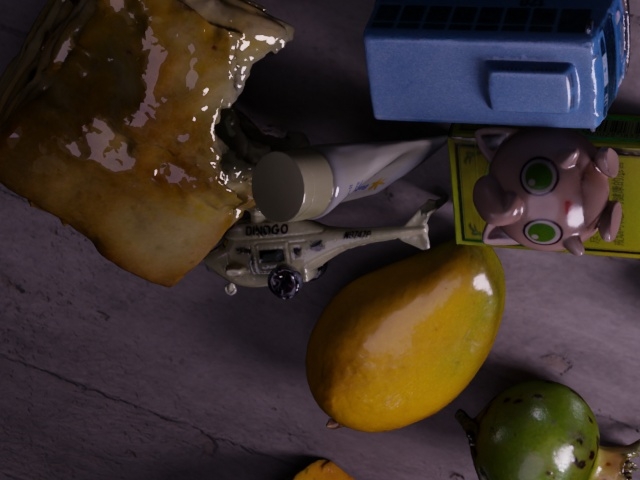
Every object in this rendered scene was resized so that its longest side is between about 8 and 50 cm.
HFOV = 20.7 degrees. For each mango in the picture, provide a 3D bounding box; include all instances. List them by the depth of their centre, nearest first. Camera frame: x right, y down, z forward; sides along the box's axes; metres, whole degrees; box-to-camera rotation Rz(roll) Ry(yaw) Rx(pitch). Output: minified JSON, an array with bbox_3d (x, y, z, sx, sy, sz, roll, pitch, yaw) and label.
[{"bbox_3d":[0.092,0.106,1.927,0.176,0.119,0.317,38,122,-10],"label":"mango"}]

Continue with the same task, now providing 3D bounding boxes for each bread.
[{"bbox_3d":[-0.166,-0.114,1.753,0.314,0.192,0.370,32,133,-20],"label":"bread"}]

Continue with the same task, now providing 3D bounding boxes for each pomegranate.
[{"bbox_3d":[0.266,0.234,1.965,0.220,0.156,0.156,6,139,-28],"label":"pomegranate"}]

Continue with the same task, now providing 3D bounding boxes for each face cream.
[{"bbox_3d":[0.033,-0.064,1.748,0.114,0.224,0.070,-36,73,38],"label":"face cream"}]

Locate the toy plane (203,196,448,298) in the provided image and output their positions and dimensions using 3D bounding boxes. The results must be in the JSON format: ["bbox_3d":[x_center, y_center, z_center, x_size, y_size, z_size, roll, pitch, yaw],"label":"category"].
[{"bbox_3d":[0.000,0.000,1.892,0.286,0.092,0.108,-4,102,25],"label":"toy plane"}]

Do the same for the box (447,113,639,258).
[{"bbox_3d":[0.242,-0.058,1.763,0.220,0.064,0.141,6,130,17],"label":"box"}]

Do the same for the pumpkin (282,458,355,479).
[{"bbox_3d":[0.042,0.372,2.185,0.280,0.190,0.139,-4,145,-36],"label":"pumpkin"}]

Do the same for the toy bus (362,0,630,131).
[{"bbox_3d":[0.166,-0.176,1.643,0.234,0.134,0.116,4,129,17],"label":"toy bus"}]

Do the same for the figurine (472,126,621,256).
[{"bbox_3d":[0.213,-0.048,1.659,0.138,0.125,0.125,3,130,20],"label":"figurine"}]
